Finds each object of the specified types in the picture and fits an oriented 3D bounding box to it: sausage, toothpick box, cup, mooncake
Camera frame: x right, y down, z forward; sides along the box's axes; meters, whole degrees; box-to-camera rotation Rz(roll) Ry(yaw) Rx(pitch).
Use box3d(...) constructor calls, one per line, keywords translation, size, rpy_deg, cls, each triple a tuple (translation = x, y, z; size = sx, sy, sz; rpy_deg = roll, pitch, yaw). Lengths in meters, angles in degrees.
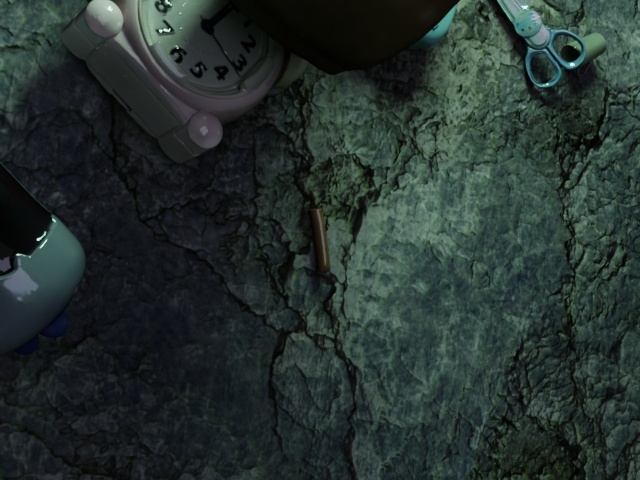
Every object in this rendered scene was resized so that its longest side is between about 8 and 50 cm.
box3d(translation=(0.000, 0.000, 1.788), size=(0.026, 0.026, 0.116), rpy_deg=(-9, 93, -26), cls="sausage")
box3d(translation=(-0.502, 0.018, 1.439), size=(0.355, 0.263, 0.263), rpy_deg=(48, 70, -18), cls="toothpick box")
box3d(translation=(0.539, -0.377, 2.046), size=(0.083, 0.054, 0.075), rpy_deg=(-29, 100, -26), cls="cup")
box3d(translation=(0.066, -0.483, 1.474), size=(0.262, 0.467, 0.467), rpy_deg=(32, 75, -25), cls="mooncake")

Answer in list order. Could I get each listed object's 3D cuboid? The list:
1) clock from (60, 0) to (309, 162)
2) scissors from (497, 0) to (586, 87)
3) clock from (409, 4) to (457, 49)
box3d(translation=(-0.199, -0.335, 1.621), size=(0.342, 0.184, 0.326), rpy_deg=(50, 65, -22), cls="clock")
box3d(translation=(0.408, -0.424, 1.982), size=(0.125, 0.030, 0.256), rpy_deg=(-39, 99, 11), cls="scissors")
box3d(translation=(0.158, -0.506, 1.844), size=(0.223, 0.094, 0.274), rpy_deg=(26, 75, -23), cls="clock")
